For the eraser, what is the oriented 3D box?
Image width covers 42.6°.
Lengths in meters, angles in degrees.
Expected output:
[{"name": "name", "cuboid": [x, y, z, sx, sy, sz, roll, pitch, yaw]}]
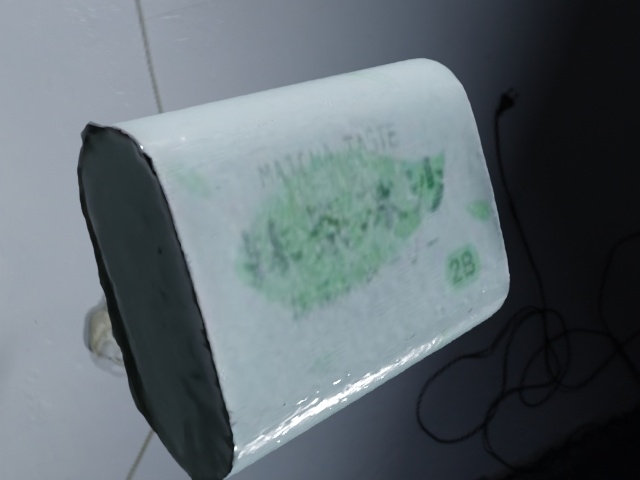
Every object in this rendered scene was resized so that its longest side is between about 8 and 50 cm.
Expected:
[{"name": "eraser", "cuboid": [0.000, 0.000, 0.442, 0.227, 0.081, 0.173, -22, 104, -41]}]
